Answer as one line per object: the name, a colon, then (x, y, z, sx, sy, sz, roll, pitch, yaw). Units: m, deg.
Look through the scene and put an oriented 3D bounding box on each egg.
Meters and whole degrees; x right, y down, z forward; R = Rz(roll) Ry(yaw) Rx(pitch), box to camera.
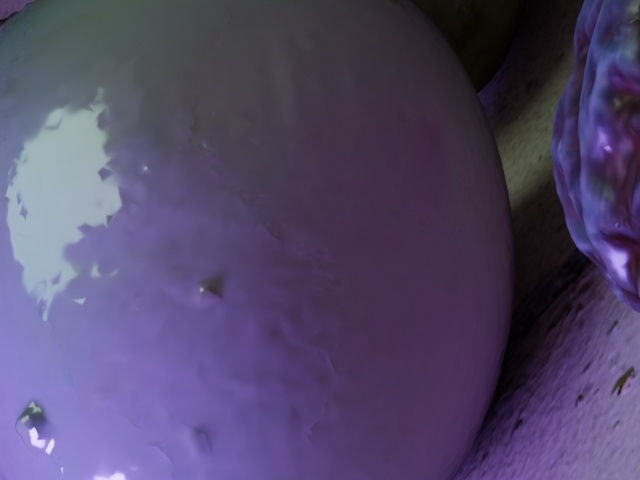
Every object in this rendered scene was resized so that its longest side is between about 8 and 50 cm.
egg: (-0.050, 0.055, 1.072, 0.354, 0.355, 0.339, -50, 36, 35)

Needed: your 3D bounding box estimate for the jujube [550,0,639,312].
jujube: (0.210, -0.043, 0.665, 0.226, 0.226, 0.317, -61, 21, 4)

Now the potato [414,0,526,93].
potato: (0.044, -0.208, 1.379, 0.326, 0.221, 0.243, -112, 24, -64)
